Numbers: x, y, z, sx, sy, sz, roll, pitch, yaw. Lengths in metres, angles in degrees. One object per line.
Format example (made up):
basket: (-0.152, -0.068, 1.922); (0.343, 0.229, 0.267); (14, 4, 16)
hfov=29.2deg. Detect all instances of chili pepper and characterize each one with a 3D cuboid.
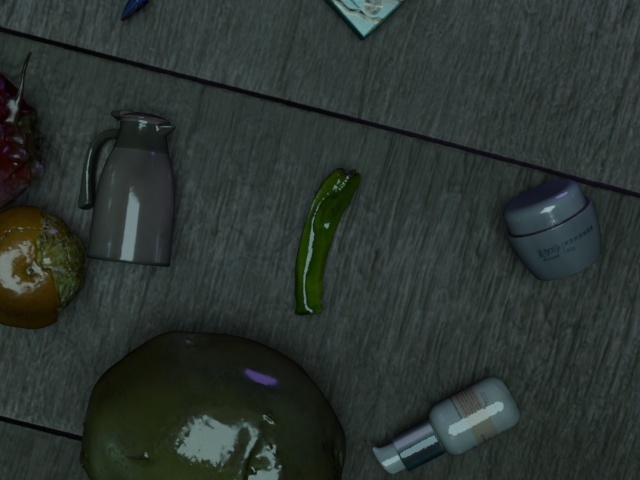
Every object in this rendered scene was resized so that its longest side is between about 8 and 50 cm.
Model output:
chili pepper: (0.000, 0.000, 1.587); (0.052, 0.050, 0.202); (13, 96, -18)

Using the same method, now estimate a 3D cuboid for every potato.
potato: (-0.126, 0.239, 1.513); (0.326, 0.221, 0.243); (23, 95, 2)

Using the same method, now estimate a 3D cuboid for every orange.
orange: (-0.371, 0.033, 1.546); (0.156, 0.134, 0.157); (-5, 101, -25)

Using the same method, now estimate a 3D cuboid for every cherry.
cherry: (-0.463, -0.119, 1.496); (0.249, 0.175, 0.192); (-10, 100, -17)

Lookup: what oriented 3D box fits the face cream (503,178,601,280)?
face cream: (0.296, -0.014, 1.559); (0.117, 0.117, 0.104); (-25, 103, 0)

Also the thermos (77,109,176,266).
thermos: (-0.247, -0.068, 1.559); (0.137, 0.105, 0.193); (5, 90, 29)

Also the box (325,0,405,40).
box: (0.084, -0.392, 1.567); (0.229, 0.041, 0.162); (-43, 93, 1)

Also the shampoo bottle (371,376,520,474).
shampoo bottle: (0.163, 0.248, 1.593); (0.192, 0.074, 0.074); (-29, 94, 0)

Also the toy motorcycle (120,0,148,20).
toy motorcycle: (-0.193, -0.373, 1.551); (0.205, 0.076, 0.114); (-34, 101, 2)
